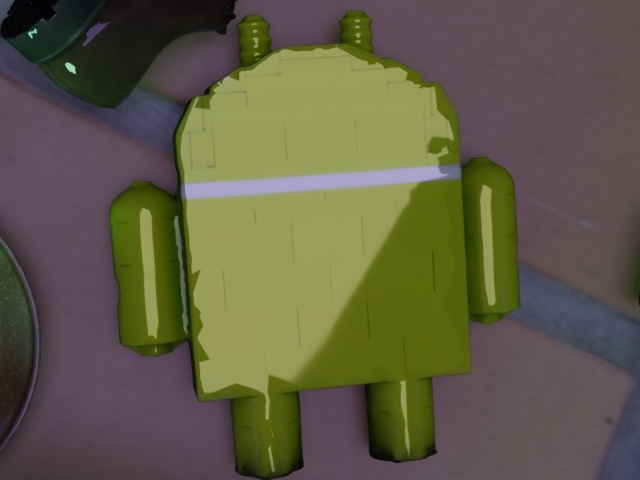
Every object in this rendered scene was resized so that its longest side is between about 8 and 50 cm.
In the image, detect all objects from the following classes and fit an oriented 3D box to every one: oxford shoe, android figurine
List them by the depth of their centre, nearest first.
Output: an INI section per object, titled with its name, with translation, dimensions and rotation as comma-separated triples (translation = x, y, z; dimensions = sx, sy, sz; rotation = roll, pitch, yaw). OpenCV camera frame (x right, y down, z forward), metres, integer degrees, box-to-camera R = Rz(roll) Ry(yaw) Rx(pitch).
[oxford shoe]
translation = -0.078, -0.172, 0.668
dimensions = 0.227, 0.083, 0.096
rotation = -51, 123, -8
[android figurine]
translation = 0.000, 0.000, 0.686
dimensions = 0.248, 0.056, 0.273
rotation = -6, 94, -9

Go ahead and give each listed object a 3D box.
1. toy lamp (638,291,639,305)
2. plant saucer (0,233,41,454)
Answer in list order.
[toy lamp]
translation = 0.236, 0.115, 0.722
dimensions = 0.080, 0.080, 0.275
rotation = 3, 91, -10
[plant saucer]
translation = -0.259, 0.058, 0.651
dimensions = 0.198, 0.036, 0.198
rotation = 0, 91, -10
